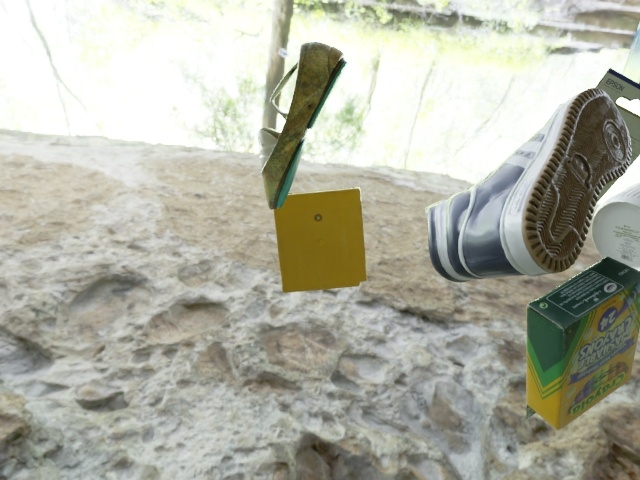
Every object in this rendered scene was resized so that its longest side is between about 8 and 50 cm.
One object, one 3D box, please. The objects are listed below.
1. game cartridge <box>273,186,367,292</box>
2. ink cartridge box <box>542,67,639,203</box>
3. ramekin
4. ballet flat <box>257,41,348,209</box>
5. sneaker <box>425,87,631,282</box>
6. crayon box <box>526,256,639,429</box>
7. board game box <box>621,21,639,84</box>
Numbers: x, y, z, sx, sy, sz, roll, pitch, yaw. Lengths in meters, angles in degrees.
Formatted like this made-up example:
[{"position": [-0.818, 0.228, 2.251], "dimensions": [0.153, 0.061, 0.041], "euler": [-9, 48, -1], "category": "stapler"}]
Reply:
[{"position": [0.000, 0.000, 1.474], "dimensions": [0.284, 0.324, 0.053], "euler": [-5, -168, 0], "category": "game cartridge"}, {"position": [0.475, -0.131, 0.879], "dimensions": [0.175, 0.371, 0.069], "euler": [18, -145, -16], "category": "ink cartridge box"}, {"position": [0.702, -0.020, 0.990], "dimensions": [0.108, 0.207, 0.207], "euler": [-16, -148, -17], "category": "ramekin"}, {"position": [-0.064, -0.236, 0.935], "dimensions": [0.123, 0.349, 0.123], "euler": [24, -161, -9], "category": "ballet flat"}, {"position": [0.222, -0.059, 0.499], "dimensions": [0.282, 0.099, 0.153], "euler": [-45, -169, -32], "category": "sneaker"}, {"position": [0.494, 0.216, 0.859], "dimensions": [0.203, 0.323, 0.083], "euler": [-26, -146, -15], "category": "crayon box"}, {"position": [0.698, -0.452, 0.946], "dimensions": [0.027, 0.282, 0.145], "euler": [12, -156, 13], "category": "board game box"}]
